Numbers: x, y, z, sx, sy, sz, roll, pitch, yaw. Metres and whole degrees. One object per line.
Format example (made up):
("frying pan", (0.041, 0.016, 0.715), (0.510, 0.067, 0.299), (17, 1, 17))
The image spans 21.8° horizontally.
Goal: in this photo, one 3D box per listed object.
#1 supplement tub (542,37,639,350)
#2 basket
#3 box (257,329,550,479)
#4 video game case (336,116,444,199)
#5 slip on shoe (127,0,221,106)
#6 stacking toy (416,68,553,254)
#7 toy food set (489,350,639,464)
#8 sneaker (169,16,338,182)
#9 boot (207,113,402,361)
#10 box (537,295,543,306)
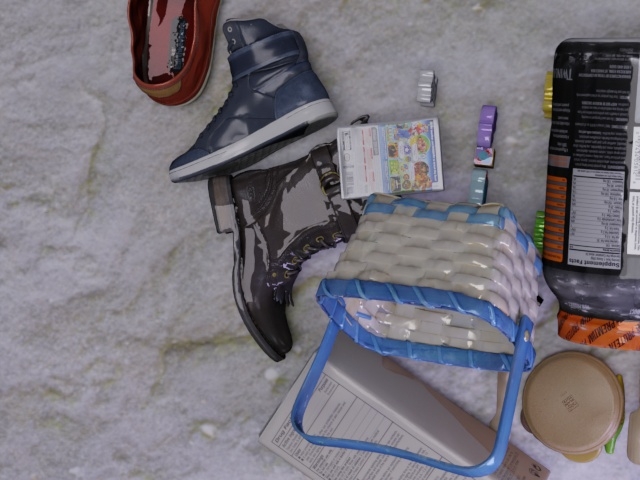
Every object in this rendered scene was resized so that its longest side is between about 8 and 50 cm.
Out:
("supplement tub", (0.355, -0.054, 1.853), (0.207, 0.207, 0.338), (4, 96, 11))
("basket", (0.118, 0.104, 1.808), (0.254, 0.201, 0.289), (10, 65, 31))
("box", (0.099, 0.255, 1.963), (0.311, 0.121, 0.148), (36, 112, 7))
("video game case", (0.081, -0.096, 1.939), (0.122, 0.011, 0.087), (-5, 87, 12))
("slip on shoe", (-0.174, -0.327, 1.993), (0.123, 0.101, 0.331), (6, 94, 13))
("stacking toy", (0.191, -0.093, 1.944), (0.167, 0.052, 0.221), (5, 84, 12))
("toy food set", (0.301, 0.197, 1.976), (0.192, 0.038, 0.132), (6, 91, 22))
("sneaker", (-0.106, -0.174, 2.002), (0.226, 0.086, 0.163), (-26, 84, 18))
("boot", (0.000, 0.000, 1.994), (0.229, 0.091, 0.263), (-15, 99, 4))
("box", (0.215, 0.085, 1.972), (0.062, 0.052, 0.083), (40, 100, 6))
